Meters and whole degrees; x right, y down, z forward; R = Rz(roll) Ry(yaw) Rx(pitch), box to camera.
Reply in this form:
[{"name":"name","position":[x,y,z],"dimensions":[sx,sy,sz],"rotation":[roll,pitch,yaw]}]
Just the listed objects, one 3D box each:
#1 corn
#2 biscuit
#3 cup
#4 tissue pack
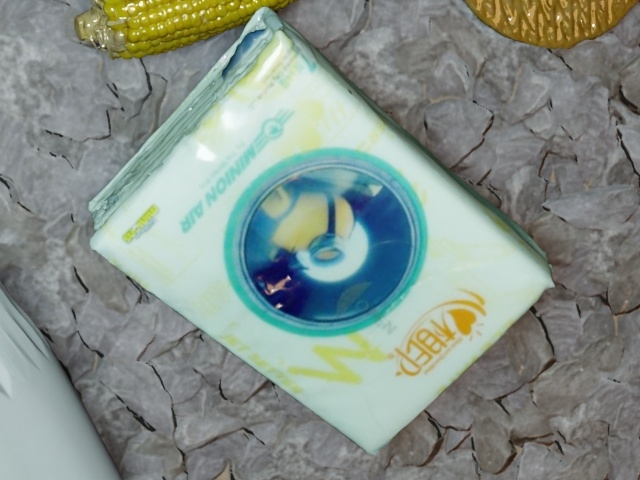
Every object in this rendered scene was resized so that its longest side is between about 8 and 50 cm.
[{"name":"corn","position":[-0.115,-0.246,1.229],"dimensions":[0.262,0.097,0.097],"rotation":[-20,108,-12]},{"name":"biscuit","position":[0.249,-0.336,1.341],"dimensions":[0.262,0.037,0.262],"rotation":[-4,104,-16]},{"name":"cup","position":[-0.336,0.221,1.197],"dimensions":[0.253,0.253,0.371],"rotation":[-26,106,-9]},{"name":"tissue pack","position":[0.000,0.000,1.263],"dimensions":[0.388,0.162,0.287],"rotation":[39,104,-22]}]
